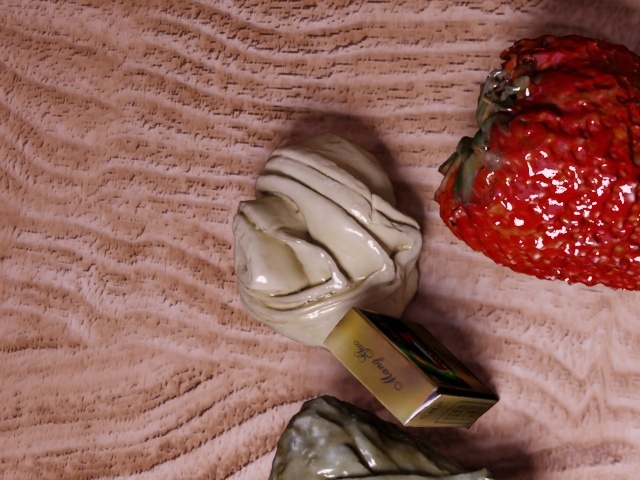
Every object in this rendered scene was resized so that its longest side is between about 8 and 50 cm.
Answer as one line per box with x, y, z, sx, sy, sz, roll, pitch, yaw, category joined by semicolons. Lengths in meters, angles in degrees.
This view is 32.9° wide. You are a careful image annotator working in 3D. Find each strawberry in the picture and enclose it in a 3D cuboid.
0.338;-0.084;1.326;0.351;0.267;0.312;27;90;4;strawberry

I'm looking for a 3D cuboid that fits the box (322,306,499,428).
0.122;0.169;1.393;0.071;0.240;0.159;-49;65;10;box

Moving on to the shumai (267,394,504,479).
0.109;0.344;1.328;0.288;0.292;0.330;-6;103;45;shumai

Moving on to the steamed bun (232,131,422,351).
-0.002;-0.002;1.505;0.276;0.203;0.289;27;94;29;steamed bun
